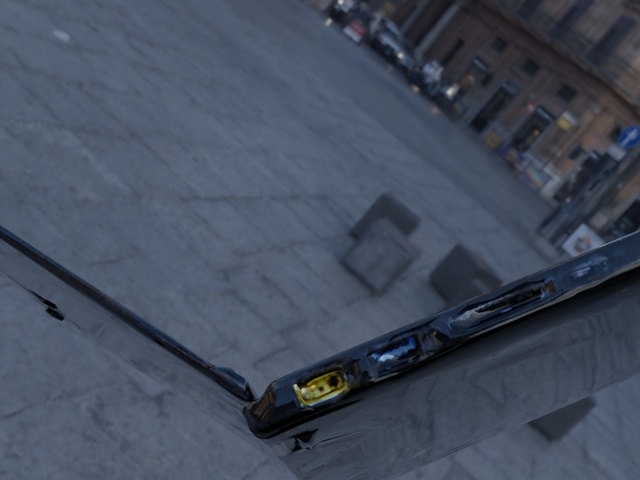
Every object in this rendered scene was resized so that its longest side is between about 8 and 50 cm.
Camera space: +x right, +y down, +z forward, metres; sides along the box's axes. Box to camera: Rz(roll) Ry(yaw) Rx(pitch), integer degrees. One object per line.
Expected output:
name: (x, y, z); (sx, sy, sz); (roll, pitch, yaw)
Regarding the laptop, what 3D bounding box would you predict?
laptop: (0.000, 0.000, 0.515); (0.382, 0.408, 0.236); (79, -12, -72)
